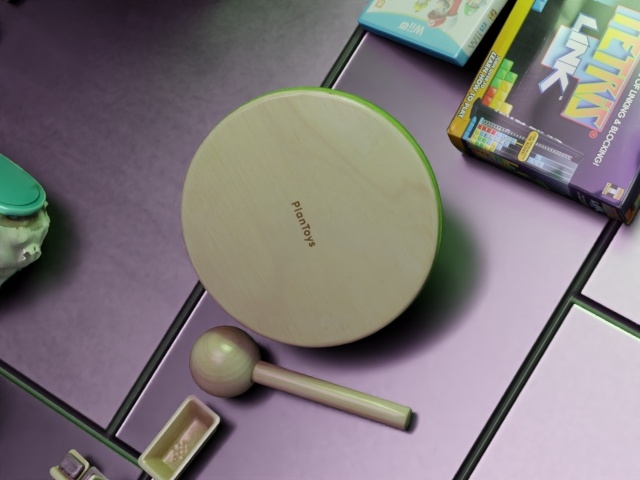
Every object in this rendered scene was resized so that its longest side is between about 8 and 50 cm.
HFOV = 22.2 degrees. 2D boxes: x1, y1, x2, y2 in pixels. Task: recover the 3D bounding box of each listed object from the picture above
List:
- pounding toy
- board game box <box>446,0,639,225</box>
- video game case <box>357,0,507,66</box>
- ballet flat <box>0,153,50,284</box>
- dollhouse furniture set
[{"bbox_3d":[0.000,0.000,1.173,0.183,0.110,0.236,8,106,10],"label":"pounding toy"},{"bbox_3d":[0.192,-0.116,1.157,0.141,0.048,0.170,25,83,25],"label":"board game box"},{"bbox_3d":[0.110,-0.214,1.208,0.119,0.015,0.166,30,85,48],"label":"video game case"},{"bbox_3d":[-0.395,-0.087,1.266,0.409,0.147,0.147,39,89,8],"label":"ballet flat"},{"bbox_3d":[-0.140,0.147,1.170,0.091,0.081,0.114,38,88,25],"label":"dollhouse furniture set"}]
